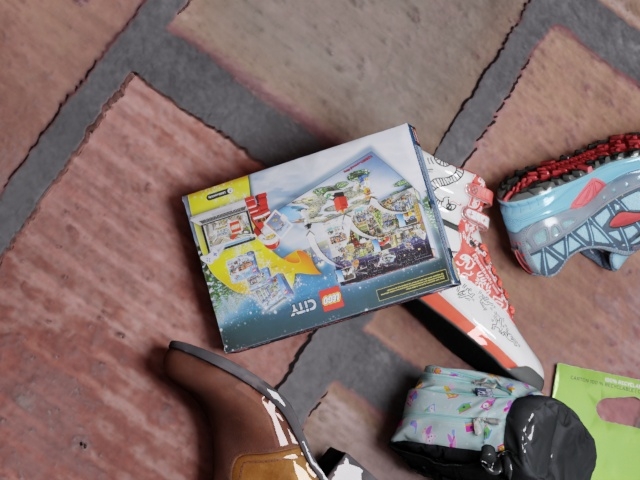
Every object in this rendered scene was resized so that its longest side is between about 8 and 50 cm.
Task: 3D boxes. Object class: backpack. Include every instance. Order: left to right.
[{"bbox_3d":[0.160,0.187,1.615,0.152,0.182,0.115,44,63,-41],"label":"backpack"}]

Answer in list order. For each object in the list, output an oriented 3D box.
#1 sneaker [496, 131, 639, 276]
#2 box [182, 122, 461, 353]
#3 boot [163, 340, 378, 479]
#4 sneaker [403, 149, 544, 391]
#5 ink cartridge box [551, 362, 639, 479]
[{"bbox_3d":[0.299,-0.035,1.750,0.262,0.104,0.125,-17,108,-20],"label":"sneaker"},{"bbox_3d":[0.000,0.000,1.617,0.233,0.044,0.159,-17,84,12],"label":"box"},{"bbox_3d":[-0.114,0.267,1.585,0.264,0.096,0.280,43,79,-11],"label":"boot"},{"bbox_3d":[0.148,0.023,1.684,0.270,0.090,0.145,39,75,-2],"label":"sneaker"},{"bbox_3d":[0.314,0.258,1.680,0.188,0.097,0.255,12,77,-13],"label":"ink cartridge box"}]
